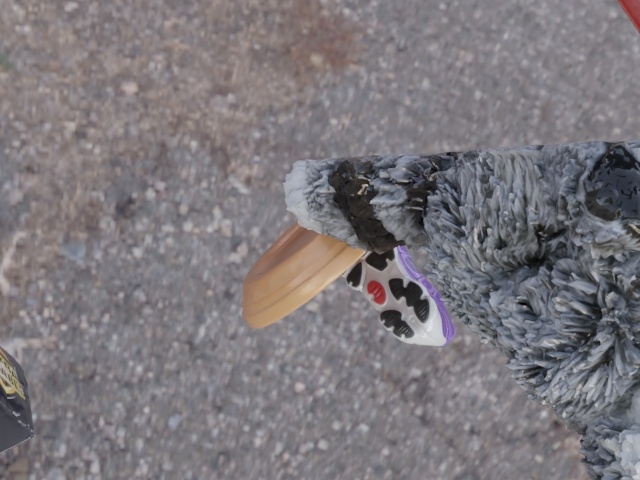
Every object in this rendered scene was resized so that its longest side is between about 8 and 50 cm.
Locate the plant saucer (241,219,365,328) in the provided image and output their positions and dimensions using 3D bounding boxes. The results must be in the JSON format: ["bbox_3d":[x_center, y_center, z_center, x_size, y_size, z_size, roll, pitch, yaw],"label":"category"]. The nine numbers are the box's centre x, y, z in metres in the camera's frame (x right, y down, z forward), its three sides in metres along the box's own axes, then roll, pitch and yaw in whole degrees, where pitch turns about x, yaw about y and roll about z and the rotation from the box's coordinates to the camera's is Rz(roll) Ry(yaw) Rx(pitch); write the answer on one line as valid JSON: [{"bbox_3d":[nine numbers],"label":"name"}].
[{"bbox_3d":[0.000,0.000,1.125,0.037,0.200,0.200,49,51,-10],"label":"plant saucer"}]

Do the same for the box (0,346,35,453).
[{"bbox_3d":[-0.374,0.091,0.755,0.296,0.293,0.073,-26,49,3],"label":"box"}]

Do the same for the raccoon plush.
[{"bbox_3d":[0.167,0.082,0.902,0.216,0.446,0.299,-4,94,-33],"label":"raccoon plush"}]

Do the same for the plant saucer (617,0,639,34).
[{"bbox_3d":[0.235,-0.222,0.857,0.048,0.258,0.259,-39,106,2],"label":"plant saucer"}]

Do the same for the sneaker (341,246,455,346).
[{"bbox_3d":[0.073,0.043,1.208,0.071,0.068,0.170,28,25,-49],"label":"sneaker"}]
